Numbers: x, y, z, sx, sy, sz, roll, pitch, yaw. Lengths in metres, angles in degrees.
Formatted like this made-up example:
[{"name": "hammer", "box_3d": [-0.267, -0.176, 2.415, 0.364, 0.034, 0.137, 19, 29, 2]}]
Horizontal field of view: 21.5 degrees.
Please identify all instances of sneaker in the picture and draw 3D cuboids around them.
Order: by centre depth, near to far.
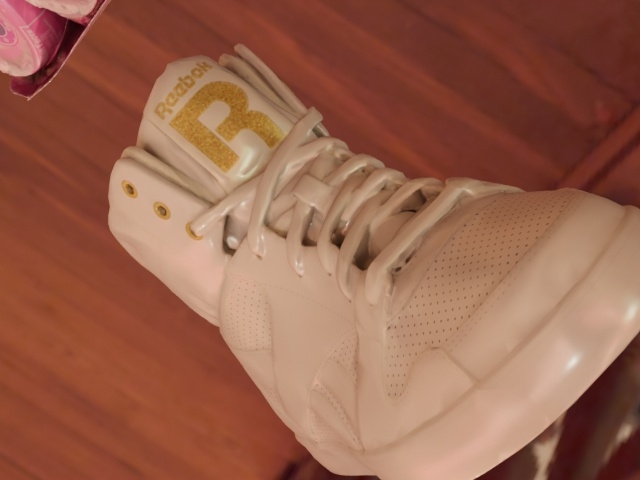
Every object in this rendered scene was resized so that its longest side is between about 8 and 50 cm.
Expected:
[{"name": "sneaker", "box_3d": [0.000, 0.000, 0.608, 0.169, 0.108, 0.292, 46, 160, -5]}]

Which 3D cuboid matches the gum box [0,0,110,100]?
[{"name": "gum box", "box_3d": [-0.076, -0.131, 0.571, 0.062, 0.107, 0.188, 33, 154, -13]}]
